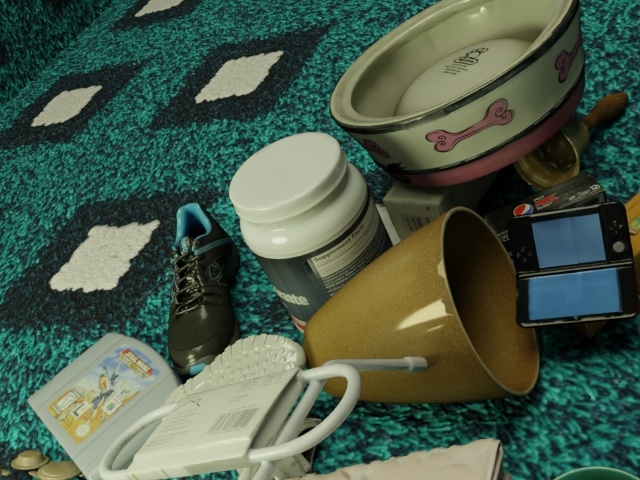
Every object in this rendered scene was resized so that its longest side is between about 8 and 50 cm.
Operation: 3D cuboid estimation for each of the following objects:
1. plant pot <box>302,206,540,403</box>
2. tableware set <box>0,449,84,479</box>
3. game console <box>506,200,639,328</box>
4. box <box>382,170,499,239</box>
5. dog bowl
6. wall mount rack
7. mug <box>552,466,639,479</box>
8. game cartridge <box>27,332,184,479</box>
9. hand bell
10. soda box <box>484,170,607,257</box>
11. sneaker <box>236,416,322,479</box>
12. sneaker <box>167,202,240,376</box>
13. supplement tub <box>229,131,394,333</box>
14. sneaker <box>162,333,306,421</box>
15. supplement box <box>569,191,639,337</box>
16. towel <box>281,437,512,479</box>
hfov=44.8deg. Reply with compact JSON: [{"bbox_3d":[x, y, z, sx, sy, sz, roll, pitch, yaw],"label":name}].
[{"bbox_3d":[0.111,0.115,0.994,0.254,0.237,0.237,-25,33,31],"label":"plant pot"},{"bbox_3d":[-0.441,0.344,1.138,0.141,0.020,0.168,8,10,42],"label":"tableware set"},{"bbox_3d":[0.303,0.029,0.941,0.144,0.124,0.085,-9,15,23],"label":"game console"},{"bbox_3d":[0.222,-0.120,1.295,0.113,0.094,0.275,9,49,40],"label":"box"},{"bbox_3d":[0.224,-0.245,1.217,0.408,0.150,0.408,-26,29,15],"label":"dog bowl"},{"bbox_3d":[-0.052,0.197,0.805,0.350,0.130,0.304,-20,20,38],"label":"wall mount rack"},{"bbox_3d":[0.268,0.292,0.751,0.129,0.097,0.158,-33,35,-7],"label":"mug"},{"bbox_3d":[-0.325,0.248,1.209,0.198,0.062,0.297,-45,35,-19],"label":"game cartridge"},{"bbox_3d":[0.431,-0.186,1.258,0.242,0.126,0.126,-33,34,-29],"label":"hand bell"},{"bbox_3d":[0.335,-0.037,1.153,0.169,0.053,0.060,-23,35,5],"label":"soda box"},{"bbox_3d":[-0.043,0.314,0.919,0.115,0.105,0.281,-15,40,8],"label":"sneaker"},{"bbox_3d":[-0.213,0.076,1.292,0.125,0.140,0.341,-18,38,8],"label":"sneaker"},{"bbox_3d":[0.000,0.000,1.135,0.191,0.272,0.191,-18,36,14],"label":"supplement tub"},{"bbox_3d":[-0.105,0.204,1.052,0.235,0.095,0.090,-31,45,24],"label":"sneaker"},{"bbox_3d":[0.401,0.019,1.023,0.233,0.080,0.078,-39,38,-13],"label":"supplement box"},{"bbox_3d":[-0.002,0.326,0.666,0.332,0.053,0.317,-22,23,34],"label":"towel"}]
